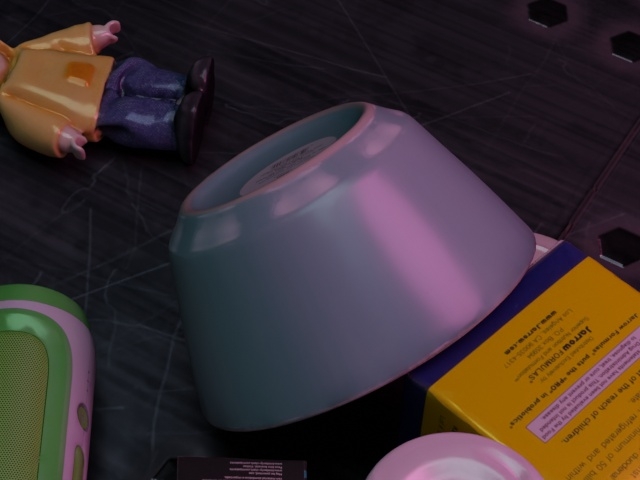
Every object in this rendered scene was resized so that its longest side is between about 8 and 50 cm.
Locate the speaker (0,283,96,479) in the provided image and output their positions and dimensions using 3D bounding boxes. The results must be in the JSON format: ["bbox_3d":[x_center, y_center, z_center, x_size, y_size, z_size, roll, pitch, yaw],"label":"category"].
[{"bbox_3d":[-0.249,0.182,1.238,0.131,0.131,0.296,0,50,-2],"label":"speaker"}]

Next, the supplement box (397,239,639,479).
[{"bbox_3d":[0.249,0.204,1.189,0.195,0.194,0.356,-36,60,-27],"label":"supplement box"}]

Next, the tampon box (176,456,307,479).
[{"bbox_3d":[-0.062,0.262,1.177,0.101,0.120,0.161,2,50,-1],"label":"tampon box"}]

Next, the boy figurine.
[{"bbox_3d":[-0.248,-0.158,1.546,0.285,0.092,0.177,13,53,5],"label":"boy figurine"}]

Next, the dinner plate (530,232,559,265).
[{"bbox_3d":[0.188,0.042,1.439,0.141,0.017,0.141,0,51,0],"label":"dinner plate"}]

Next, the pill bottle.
[{"bbox_3d":[0.088,0.257,1.105,0.136,0.246,0.136,1,50,-1],"label":"pill bottle"}]

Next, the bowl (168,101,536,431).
[{"bbox_3d":[0.000,0.000,1.266,0.311,0.163,0.311,-28,14,8],"label":"bowl"}]
